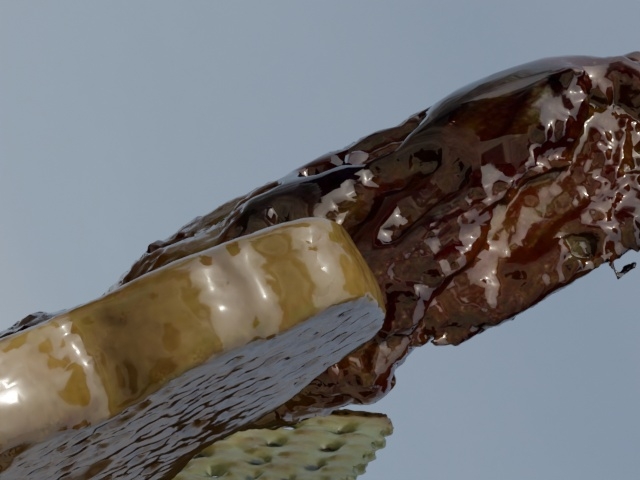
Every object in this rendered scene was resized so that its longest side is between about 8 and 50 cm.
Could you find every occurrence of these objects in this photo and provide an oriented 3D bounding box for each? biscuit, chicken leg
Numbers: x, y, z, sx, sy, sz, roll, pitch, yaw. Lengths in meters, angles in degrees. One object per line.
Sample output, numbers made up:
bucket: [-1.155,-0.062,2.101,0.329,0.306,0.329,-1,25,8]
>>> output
biscuit: [-0.123,0.086,0.544,0.320,0.183,0.047,-38,-110,26]
chicken leg: [-0.001,0.004,0.673,0.083,0.322,0.177,63,-4,-15]
biscuit: [-0.056,0.114,0.750,0.144,0.203,0.016,3,-71,19]
